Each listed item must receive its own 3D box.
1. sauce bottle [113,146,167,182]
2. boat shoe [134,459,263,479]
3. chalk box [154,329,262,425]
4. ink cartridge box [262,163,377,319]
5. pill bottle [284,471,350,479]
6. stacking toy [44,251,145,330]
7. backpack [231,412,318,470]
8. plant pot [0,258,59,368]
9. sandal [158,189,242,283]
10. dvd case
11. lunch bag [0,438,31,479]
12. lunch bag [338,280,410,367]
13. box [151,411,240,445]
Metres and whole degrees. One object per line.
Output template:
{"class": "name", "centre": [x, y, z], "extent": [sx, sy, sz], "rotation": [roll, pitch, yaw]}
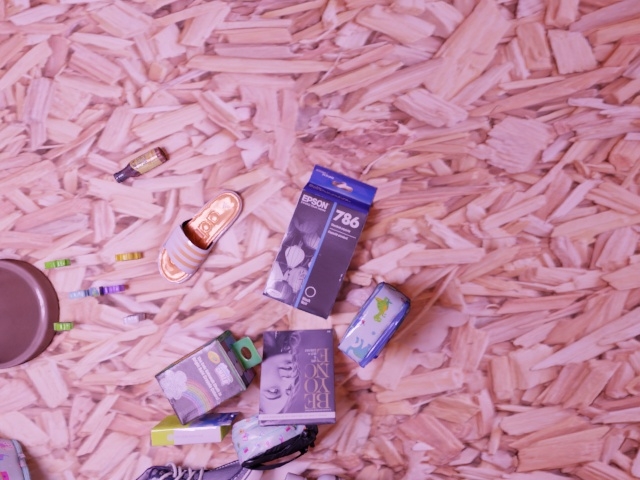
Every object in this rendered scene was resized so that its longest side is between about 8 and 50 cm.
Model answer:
{"class": "sauce bottle", "centre": [-0.427, -0.176, 1.217], "extent": [0.128, 0.042, 0.042], "rotation": [-29, 89, 1]}
{"class": "boat shoe", "centre": [-0.307, 0.567, 1.177], "extent": [0.341, 0.127, 0.158], "rotation": [-35, 97, 3]}
{"class": "chalk box", "centre": [-0.237, 0.295, 1.173], "extent": [0.213, 0.132, 0.132], "rotation": [-30, 88, 2]}
{"class": "ink cartridge box", "centre": [0.000, 0.000, 1.192], "extent": [0.166, 0.065, 0.332], "rotation": [20, 91, 3]}
{"class": "pill bottle", "centre": [0.058, 0.628, 1.140], "extent": [0.319, 0.176, 0.176], "rotation": [17, 92, 2]}
{"class": "stacking toy", "centre": [-0.530, 0.120, 1.218], "extent": [0.222, 0.052, 0.166], "rotation": [-6, 89, 0]}
{"class": "backpack", "centre": [-0.104, 0.436, 1.153], "extent": [0.182, 0.151, 0.115], "rotation": [-18, 55, -15]}
{"class": "plant pot", "centre": [-0.768, 0.177, 1.145], "extent": [0.264, 0.229, 0.262], "rotation": [0, 92, 3]}
{"class": "sandal", "centre": [-0.291, -0.014, 1.196], "extent": [0.102, 0.076, 0.265], "rotation": [40, 92, 2]}
{"class": "dvd case", "centre": [-0.051, 0.302, 1.154], "extent": [0.165, 0.018, 0.221], "rotation": [-3, 53, 2]}
{"class": "lunch bag", "centre": [-0.775, 0.597, 1.164], "extent": [0.108, 0.224, 0.279], "rotation": [36, 85, -42]}
{"class": "lunch bag", "centre": [0.116, 0.178, 1.110], "extent": [0.090, 0.219, 0.176], "rotation": [38, 92, 8]}
{"class": "box", "centre": [-0.283, 0.431, 1.186], "extent": [0.179, 0.109, 0.042], "rotation": [-4, 87, 3]}
